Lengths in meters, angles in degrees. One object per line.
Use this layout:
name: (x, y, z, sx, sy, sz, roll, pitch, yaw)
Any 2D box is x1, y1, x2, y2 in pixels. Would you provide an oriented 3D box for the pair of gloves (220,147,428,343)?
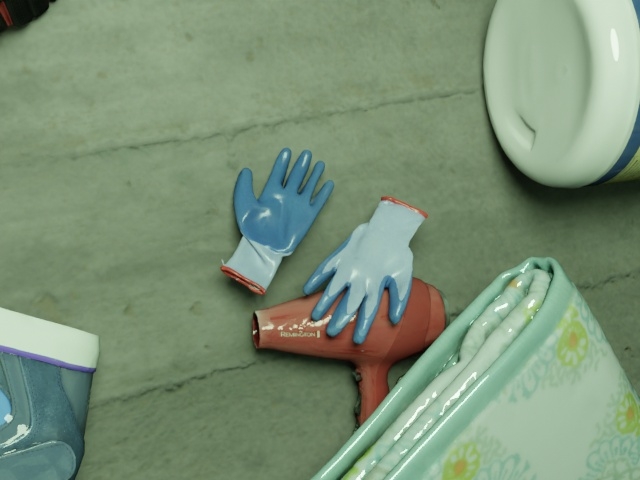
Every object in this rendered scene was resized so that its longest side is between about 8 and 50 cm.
pair of gloves: (0.000, 0.000, 0.873, 0.198, 0.023, 0.159, 26, 64, 5)

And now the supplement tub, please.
supplement tub: (0.348, -0.175, 0.919, 0.316, 0.228, 0.228, -7, 93, -19)

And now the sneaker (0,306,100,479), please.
sneaker: (-0.350, 0.152, 0.738, 0.323, 0.130, 0.236, 18, 81, -24)

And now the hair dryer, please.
hair dryer: (0.058, 0.143, 0.904, 0.293, 0.080, 0.223, 38, 80, -15)

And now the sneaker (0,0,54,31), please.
sneaker: (-0.246, -0.313, 0.792, 0.136, 0.116, 0.314, 32, 74, -8)

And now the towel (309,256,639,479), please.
towel: (0.166, 0.246, 0.904, 0.374, 0.090, 0.320, -44, 122, -13)
